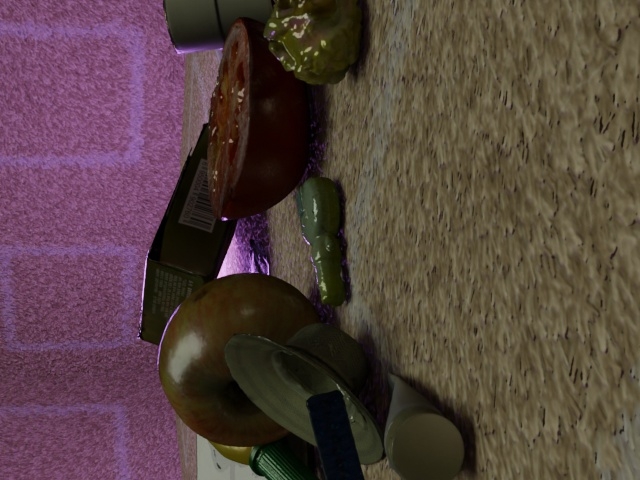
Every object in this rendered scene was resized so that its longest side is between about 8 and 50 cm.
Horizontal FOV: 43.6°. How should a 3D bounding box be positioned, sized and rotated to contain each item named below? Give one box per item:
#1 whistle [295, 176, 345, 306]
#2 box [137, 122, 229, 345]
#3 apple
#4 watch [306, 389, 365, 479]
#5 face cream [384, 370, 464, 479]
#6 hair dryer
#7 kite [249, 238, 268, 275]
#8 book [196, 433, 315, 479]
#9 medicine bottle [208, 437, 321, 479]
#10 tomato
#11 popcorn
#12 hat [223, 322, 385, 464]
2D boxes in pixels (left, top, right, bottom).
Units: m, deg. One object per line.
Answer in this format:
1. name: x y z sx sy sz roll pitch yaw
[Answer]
1. whistle: 0.000 0.000 1.157 0.104 0.057 0.198 118 149 -61
2. box: -0.283 0.006 1.810 0.420 0.138 0.373 114 173 -56
3. apple: -0.117 0.174 1.238 0.264 0.264 0.264 179 90 -75
4. watch: 0.056 0.337 0.830 0.276 0.068 0.274 -130 26 -64
5. face cream: 0.094 0.203 0.852 0.224 0.070 0.114 118 151 -84
6. hair dryer: -0.173 -0.367 1.606 0.362 0.203 0.128 78 -178 -58
7. kite: -0.148 0.173 1.774 0.204 0.022 0.360 -134 49 -68
8. book: -0.114 0.458 1.369 0.260 0.043 0.370 -9 79 38
9. medicine bottle: -0.102 0.329 1.303 0.309 0.111 0.076 35 169 35
10. tomato: -0.094 -0.196 1.336 0.338 0.144 0.338 -177 90 -71
11. popcorn: -0.003 -0.282 1.064 0.126 0.126 0.145 16 91 48
12. hat: 0.002 0.170 1.039 0.110 0.252 0.252 -50 -6 -29
